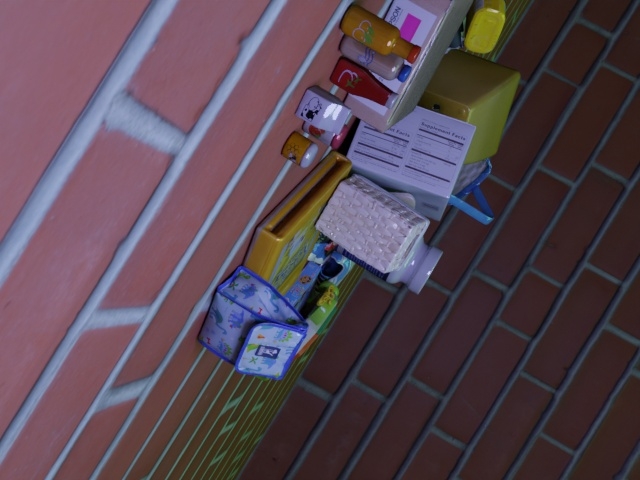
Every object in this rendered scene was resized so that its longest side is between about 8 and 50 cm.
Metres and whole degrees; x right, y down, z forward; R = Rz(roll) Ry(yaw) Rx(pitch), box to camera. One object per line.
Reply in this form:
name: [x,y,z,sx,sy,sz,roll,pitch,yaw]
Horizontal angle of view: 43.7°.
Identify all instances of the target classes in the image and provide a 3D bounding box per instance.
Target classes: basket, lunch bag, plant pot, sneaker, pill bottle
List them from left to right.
lunch bag: [-0.102,0.139,1.253,0.096,0.151,0.128,-49,169,-51]
sneaker: [0.001,0.001,1.698,0.084,0.058,0.152,-51,166,5]
sneaker: [0.013,0.105,2.147,0.086,0.085,0.237,-12,144,-42]
basket: [0.090,-0.029,1.407,0.113,0.167,0.103,-60,168,15]
pill bottle: [0.159,0.013,1.971,0.153,0.265,0.153,-56,172,-12]
basket: [0.335,-0.182,2.114,0.201,0.255,0.289,-47,-150,24]
plant pot: [0.280,-0.281,1.743,0.187,0.212,0.212,-39,148,-47]

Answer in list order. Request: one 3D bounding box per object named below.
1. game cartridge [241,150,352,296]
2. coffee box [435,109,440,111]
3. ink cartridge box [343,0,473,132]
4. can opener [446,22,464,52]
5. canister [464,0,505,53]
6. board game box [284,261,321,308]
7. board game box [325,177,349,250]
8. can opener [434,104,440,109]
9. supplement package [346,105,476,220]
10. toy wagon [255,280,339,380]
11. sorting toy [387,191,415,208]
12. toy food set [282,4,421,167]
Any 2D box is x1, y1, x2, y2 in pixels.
game cartridge: [-0.067,0.029,1.416,0.285,0.053,0.323,-50,167,-48]
coffee box: [0.360,-0.350,2.359,0.297,0.119,0.168,-59,173,0]
ink cartridge box: [0.146,-0.311,1.305,0.234,0.088,0.193,-62,170,26]
can opener: [0.250,-0.431,1.625,0.280,0.074,0.093,-35,121,-75]
canister: [0.352,-0.499,1.700,0.126,0.074,0.169,104,-3,-56]
board game box: [-0.080,0.167,1.903,0.211,0.039,0.160,-51,169,-42]
board game box: [0.062,-0.077,1.828,0.193,0.045,0.147,-60,172,13]
can opener: [0.308,-0.384,2.152,0.186,0.073,0.059,-63,172,-59]
supplement package: [0.172,-0.156,1.554,0.262,0.204,0.145,57,54,-81]
toy wagon: [-0.042,0.218,2.025,0.267,0.068,0.344,-52,-174,-38]
sorting toy: [0.090,-0.058,1.585,0.208,0.193,0.038,60,33,-79]
toy food set: [0.046,-0.190,1.080,0.232,0.105,0.111,-62,171,24]
